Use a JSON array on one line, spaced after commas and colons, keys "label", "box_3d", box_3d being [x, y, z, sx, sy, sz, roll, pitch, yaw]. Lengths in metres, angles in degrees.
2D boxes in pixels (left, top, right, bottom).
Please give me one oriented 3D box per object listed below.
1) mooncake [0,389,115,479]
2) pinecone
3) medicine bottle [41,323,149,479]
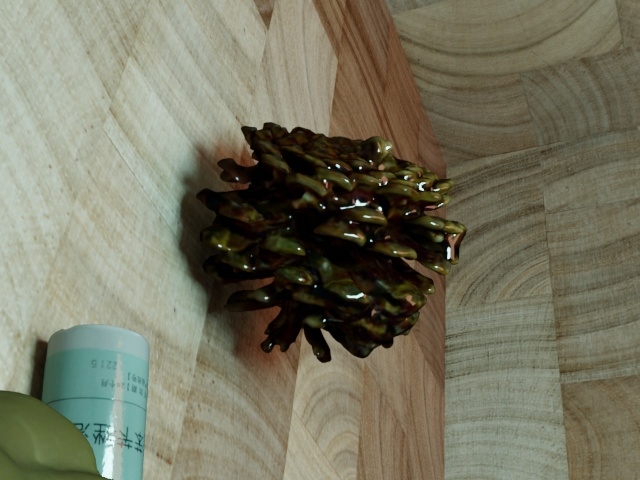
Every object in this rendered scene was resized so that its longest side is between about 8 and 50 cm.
[{"label": "mooncake", "box_3d": [-0.252, 0.199, 0.586, 0.378, 0.201, 0.378, 44, 0, 0]}, {"label": "pinecone", "box_3d": [0.000, 0.000, 1.431, 0.398, 0.398, 0.397, -11, 90, -72]}, {"label": "medicine bottle", "box_3d": [-0.237, 0.265, 0.972, 0.110, 0.110, 0.351, 48, 36, -57]}]
